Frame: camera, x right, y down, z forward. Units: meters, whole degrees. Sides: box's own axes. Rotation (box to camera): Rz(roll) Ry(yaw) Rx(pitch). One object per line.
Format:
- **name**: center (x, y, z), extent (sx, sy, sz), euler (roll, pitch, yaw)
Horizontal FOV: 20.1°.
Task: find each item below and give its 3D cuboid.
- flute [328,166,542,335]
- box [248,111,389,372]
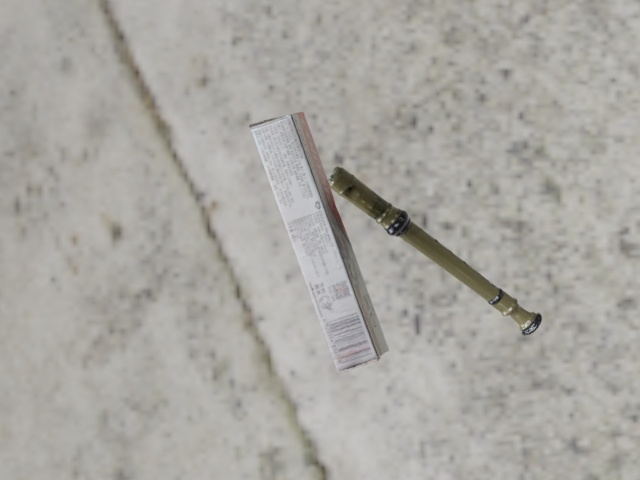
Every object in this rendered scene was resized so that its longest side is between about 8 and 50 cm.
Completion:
- **flute**: center (0.101, 0.009, 1.591), extent (0.027, 0.233, 0.027), euler (-50, 13, 16)
- **box**: center (0.000, 0.000, 1.501), extent (0.040, 0.055, 0.218), euler (-20, 90, 14)
